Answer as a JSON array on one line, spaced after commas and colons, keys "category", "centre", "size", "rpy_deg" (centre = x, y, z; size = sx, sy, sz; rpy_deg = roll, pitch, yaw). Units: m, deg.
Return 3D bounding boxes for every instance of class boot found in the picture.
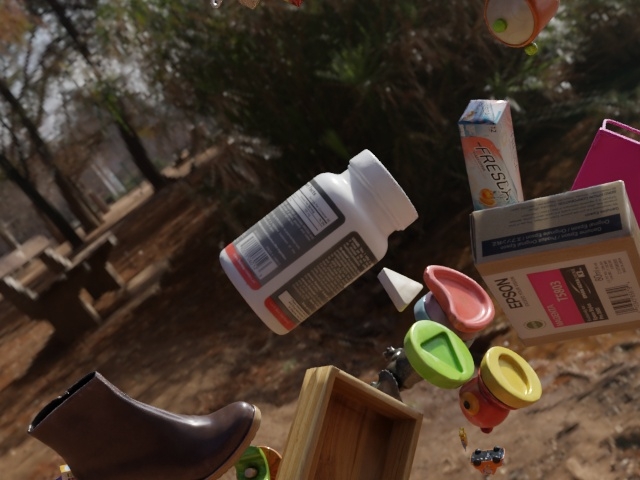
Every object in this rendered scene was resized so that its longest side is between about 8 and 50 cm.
[{"category": "boot", "centre": [-0.225, 0.244, 1.207], "size": [0.248, 0.207, 0.090], "rpy_deg": [-35, 26, 5]}]

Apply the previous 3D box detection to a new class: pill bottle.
[{"category": "pill bottle", "centre": [0.000, 0.000, 1.821], "size": [0.363, 0.210, 0.210], "rpy_deg": [-38, 9, 0]}]

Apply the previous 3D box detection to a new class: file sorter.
[{"category": "file sorter", "centre": [0.668, -0.101, 2.085], "size": [0.182, 0.202, 0.291], "rpy_deg": [-45, -23, -63]}]

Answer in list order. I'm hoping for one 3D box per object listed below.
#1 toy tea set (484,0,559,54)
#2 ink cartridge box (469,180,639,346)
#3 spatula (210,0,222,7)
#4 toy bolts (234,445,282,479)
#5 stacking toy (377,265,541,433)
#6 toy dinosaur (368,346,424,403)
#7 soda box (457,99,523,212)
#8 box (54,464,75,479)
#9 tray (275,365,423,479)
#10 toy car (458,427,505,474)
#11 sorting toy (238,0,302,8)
[{"category": "toy tea set", "centre": [0.245, -0.436, 1.394], "size": [0.124, 0.336, 0.200], "rpy_deg": [-39, -18, -32]}, {"category": "ink cartridge box", "centre": [0.322, 0.039, 1.195], "size": [0.193, 0.235, 0.088], "rpy_deg": [-14, 53, 23]}, {"category": "spatula", "centre": [-0.169, -0.485, 1.436], "size": [0.242, 0.168, 0.019], "rpy_deg": [-53, 1, 41]}, {"category": "toy bolts", "centre": [-0.054, 0.507, 1.799], "size": [0.218, 0.229, 0.158], "rpy_deg": [-12, -16, 13]}, {"category": "stacking toy", "centre": [0.217, 0.196, 1.672], "size": [0.130, 0.279, 0.309], "rpy_deg": [-54, 42, 32]}, {"category": "toy dinosaur", "centre": [0.199, 0.234, 1.884], "size": [0.313, 0.121, 0.160], "rpy_deg": [-50, 8, 16]}, {"category": "soda box", "centre": [0.246, -0.109, 1.323], "size": [0.058, 0.183, 0.063], "rpy_deg": [6, 43, 29]}, {"category": "box", "centre": [-0.412, 0.436, 1.673], "size": [0.136, 0.081, 0.028], "rpy_deg": [-8, 20, -15]}, {"category": "tray", "centre": [0.017, 0.420, 1.392], "size": [0.076, 0.202, 0.411], "rpy_deg": [-19, 47, 50]}, {"category": "toy car", "centre": [0.272, 0.351, 1.541], "size": [0.060, 0.041, 0.122], "rpy_deg": [-18, 17, 1]}, {"category": "sorting toy", "centre": [-0.008, -0.429, 1.127], "size": [0.256, 0.089, 0.257], "rpy_deg": [-62, -4, -10]}]
